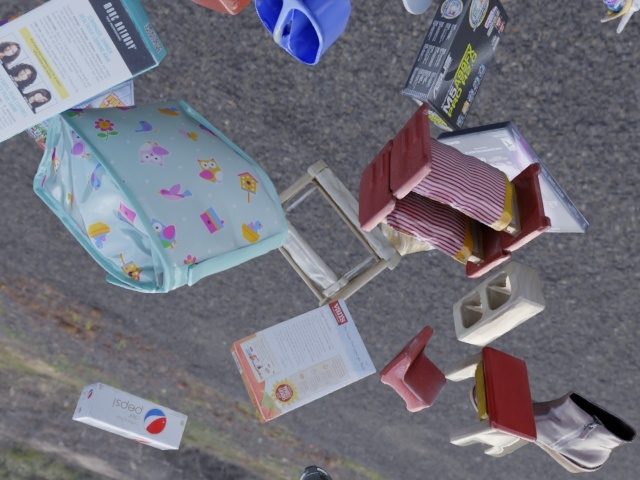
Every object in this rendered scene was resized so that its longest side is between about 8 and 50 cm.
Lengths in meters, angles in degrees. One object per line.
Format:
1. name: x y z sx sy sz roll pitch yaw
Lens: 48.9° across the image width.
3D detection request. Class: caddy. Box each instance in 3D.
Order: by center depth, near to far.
1. caddy: -0.064 -0.610 1.898 0.241 0.179 0.341 43 171 0

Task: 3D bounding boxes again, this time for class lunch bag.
1. lunch bag: -0.194 -0.049 0.900 0.262 0.223 0.160 44 125 20

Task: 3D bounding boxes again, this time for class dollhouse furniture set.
1. dollhouse furniture set: 0.169 0.041 0.852 0.201 0.373 0.152 21 137 -22

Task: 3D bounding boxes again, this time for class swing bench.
1. swing bench: 0.000 0.000 1.453 0.255 0.165 0.253 -38 92 21

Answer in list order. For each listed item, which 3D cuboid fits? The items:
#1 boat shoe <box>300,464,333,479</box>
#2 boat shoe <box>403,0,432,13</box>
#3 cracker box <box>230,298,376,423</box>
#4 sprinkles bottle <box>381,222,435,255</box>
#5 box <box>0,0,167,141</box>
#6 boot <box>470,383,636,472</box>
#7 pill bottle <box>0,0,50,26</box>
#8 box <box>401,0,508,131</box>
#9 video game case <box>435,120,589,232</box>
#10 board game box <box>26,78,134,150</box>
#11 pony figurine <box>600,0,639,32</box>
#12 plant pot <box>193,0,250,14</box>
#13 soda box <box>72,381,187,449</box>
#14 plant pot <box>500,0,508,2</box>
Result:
1. boat shoe: 0.011 0.475 1.216 0.084 0.079 0.233 -20 132 -8
2. boat shoe: 0.172 -0.557 1.356 0.076 0.080 0.228 -137 33 -59
3. cracker box: -0.033 0.225 1.329 0.233 0.155 0.067 -20 166 -19
4. sprinkles bottle: 0.332 -0.048 1.774 0.356 0.121 0.121 -11 158 -24
5. box: -0.294 -0.184 0.737 0.245 0.060 0.100 -23 115 10
6. boot: 0.390 0.292 1.208 0.249 0.090 0.206 34 149 16
7. pill bottle: -0.402 -0.221 0.901 0.194 0.108 0.108 -23 141 2
8. box: 0.275 -0.372 1.403 0.060 0.269 0.216 24 -179 28
9. video game case: 0.368 -0.114 1.358 0.274 0.026 0.196 46 160 -22
10. board game box: -0.386 -0.199 1.242 0.194 0.060 0.194 -35 129 -1
11. pony figurine: 0.799 -0.649 1.537 0.364 0.302 0.350 -10 130 14
12. plant pot: -0.215 -0.616 1.405 0.235 0.267 0.267 48 -176 28
13. soda box: -0.385 0.361 1.435 0.216 0.073 0.069 31 146 -31
14. plant pot: 0.449 -0.697 1.814 0.231 0.215 0.215 -26 131 23
